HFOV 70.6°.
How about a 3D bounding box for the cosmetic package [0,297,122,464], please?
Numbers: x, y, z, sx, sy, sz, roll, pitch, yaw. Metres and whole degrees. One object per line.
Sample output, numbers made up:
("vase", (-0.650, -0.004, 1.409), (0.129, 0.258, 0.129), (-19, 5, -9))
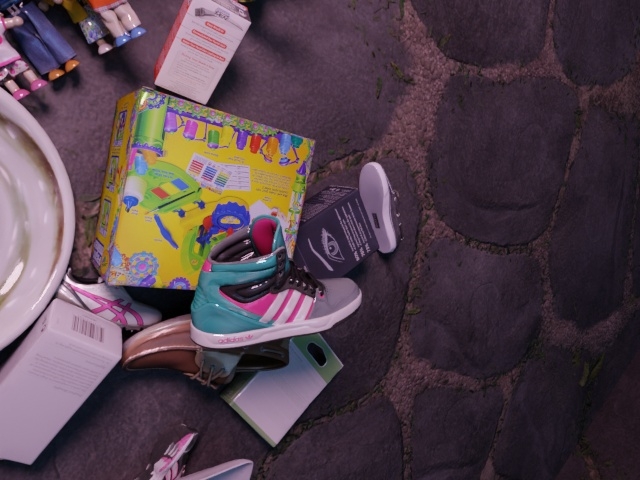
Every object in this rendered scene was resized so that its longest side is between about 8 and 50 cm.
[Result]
("cosmetic package", (-0.418, 0.214, 0.680), (0.231, 0.085, 0.117), (-47, 124, 5))

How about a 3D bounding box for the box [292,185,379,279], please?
("box", (0.000, 0.000, 0.948), (0.207, 0.108, 0.153), (-34, 116, -24))

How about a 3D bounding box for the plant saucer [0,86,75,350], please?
("plant saucer", (-0.508, -0.026, 0.546), (0.400, 0.101, 0.400), (-12, 104, -63))

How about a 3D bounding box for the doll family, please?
("doll family", (-0.390, -0.326, 0.636), (0.263, 0.118, 0.163), (-32, 123, -6))

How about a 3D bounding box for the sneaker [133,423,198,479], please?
("sneaker", (-0.289, 0.435, 0.865), (0.178, 0.072, 0.077), (-52, 130, -3))

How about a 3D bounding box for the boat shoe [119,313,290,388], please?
("boat shoe", (-0.191, 0.204, 0.825), (0.325, 0.123, 0.116), (-1, 56, -34))

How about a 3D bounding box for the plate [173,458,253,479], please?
("plate", (-0.279, 0.533, 0.853), (0.278, 0.045, 0.277), (-4, 123, -33))

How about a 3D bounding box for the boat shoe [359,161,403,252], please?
("boat shoe", (0.154, -0.082, 1.060), (0.076, 0.080, 0.228), (-32, 116, -33))

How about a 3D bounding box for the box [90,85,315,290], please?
("box", (-0.196, -0.066, 0.759), (0.290, 0.177, 0.279), (10, 93, -36))

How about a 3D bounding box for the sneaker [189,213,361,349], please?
("sneaker", (-0.056, 0.048, 0.704), (0.296, 0.124, 0.178), (-8, 114, -32))

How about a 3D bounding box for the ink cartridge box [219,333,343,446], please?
("ink cartridge box", (-0.077, 0.304, 0.986), (0.235, 0.056, 0.171), (-46, 121, -23))

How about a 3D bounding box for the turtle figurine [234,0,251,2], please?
("turtle figurine", (-0.081, -0.502, 0.724), (0.266, 0.198, 0.274), (-56, 163, -32))

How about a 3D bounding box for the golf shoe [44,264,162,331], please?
("golf shoe", (-0.348, 0.099, 0.753), (0.186, 0.068, 0.085), (23, 85, -35))

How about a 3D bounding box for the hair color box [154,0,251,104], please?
("hair color box", (-0.194, -0.314, 0.732), (0.093, 0.053, 0.167), (15, 134, -36))
